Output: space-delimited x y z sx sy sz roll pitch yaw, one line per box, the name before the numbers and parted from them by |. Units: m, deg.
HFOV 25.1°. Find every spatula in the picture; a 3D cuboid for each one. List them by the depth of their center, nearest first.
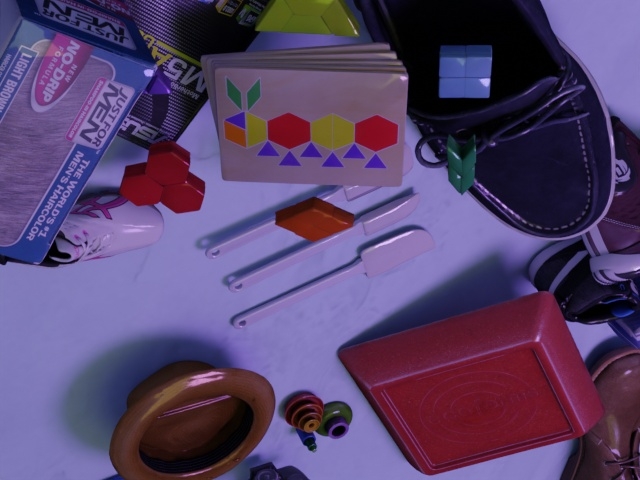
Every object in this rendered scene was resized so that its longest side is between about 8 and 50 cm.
spatula | 0.000 0.000 1.530 0.242 0.019 0.168 -24 139 -5

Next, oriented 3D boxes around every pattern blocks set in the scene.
pattern blocks set | -0.014 -0.109 1.283 0.324 0.026 0.285 8 136 -4

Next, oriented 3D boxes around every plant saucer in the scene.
plant saucer | 0.185 0.184 1.689 0.258 0.048 0.259 -17 135 15

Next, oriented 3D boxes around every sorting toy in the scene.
sorting toy | -0.001 0.218 1.686 0.102 0.042 0.061 25 113 -38

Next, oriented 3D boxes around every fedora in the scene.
fedora | -0.146 0.188 1.567 0.194 0.079 0.194 -18 134 -20

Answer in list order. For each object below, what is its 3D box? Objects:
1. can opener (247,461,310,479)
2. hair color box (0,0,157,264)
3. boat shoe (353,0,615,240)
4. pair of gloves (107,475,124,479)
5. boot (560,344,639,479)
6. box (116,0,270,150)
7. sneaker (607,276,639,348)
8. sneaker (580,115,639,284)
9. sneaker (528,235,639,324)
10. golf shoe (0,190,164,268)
can opener | -0.139 0.339 1.668 0.283 0.076 0.095 -17 129 -12
hair color box | -0.245 -0.160 1.050 0.105 0.347 0.174 18 117 -35
boat shoe | 0.152 -0.152 1.350 0.186 0.156 0.500 -16 134 18
pair of gloves | -0.192 0.335 1.703 0.159 0.023 0.198 -24 132 -5
boot | 0.392 0.269 1.869 0.112 0.115 0.305 -10 129 -16
box | -0.165 -0.185 1.277 0.190 0.045 0.184 26 111 -38
sneaker | 0.504 0.047 1.733 0.315 0.127 0.182 -36 131 3
sneaker | 0.385 -0.080 1.578 0.281 0.163 0.106 -29 179 -23
sneaker | 0.356 0.022 1.644 0.217 0.121 0.079 -36 134 5
golf shoe | -0.234 -0.001 1.367 0.186 0.086 0.067 -3 126 -26
